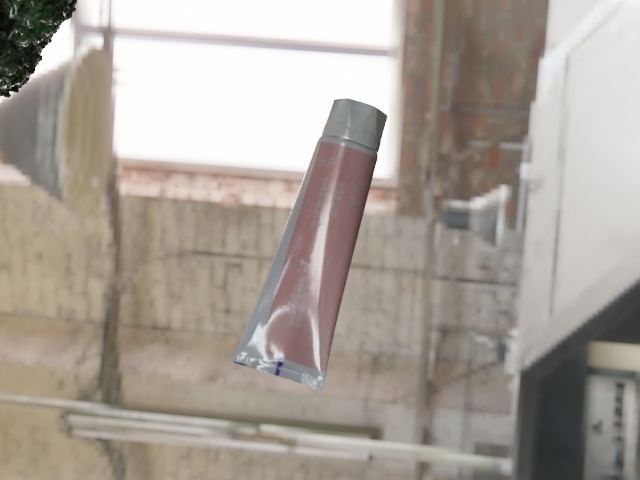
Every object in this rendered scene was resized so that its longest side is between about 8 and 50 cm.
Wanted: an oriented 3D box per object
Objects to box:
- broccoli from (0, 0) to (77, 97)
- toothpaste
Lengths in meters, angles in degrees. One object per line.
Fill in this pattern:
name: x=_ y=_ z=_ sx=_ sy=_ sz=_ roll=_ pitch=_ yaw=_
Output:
broccoli: x=-0.297 y=-0.200 z=0.985 sx=0.297 sy=0.297 sz=0.297 roll=77 pitch=-164 yaw=-67
toothpaste: x=0.000 y=0.000 z=1.050 sx=0.043 sy=0.067 sz=0.194 roll=39 pitch=-112 yaw=-71
